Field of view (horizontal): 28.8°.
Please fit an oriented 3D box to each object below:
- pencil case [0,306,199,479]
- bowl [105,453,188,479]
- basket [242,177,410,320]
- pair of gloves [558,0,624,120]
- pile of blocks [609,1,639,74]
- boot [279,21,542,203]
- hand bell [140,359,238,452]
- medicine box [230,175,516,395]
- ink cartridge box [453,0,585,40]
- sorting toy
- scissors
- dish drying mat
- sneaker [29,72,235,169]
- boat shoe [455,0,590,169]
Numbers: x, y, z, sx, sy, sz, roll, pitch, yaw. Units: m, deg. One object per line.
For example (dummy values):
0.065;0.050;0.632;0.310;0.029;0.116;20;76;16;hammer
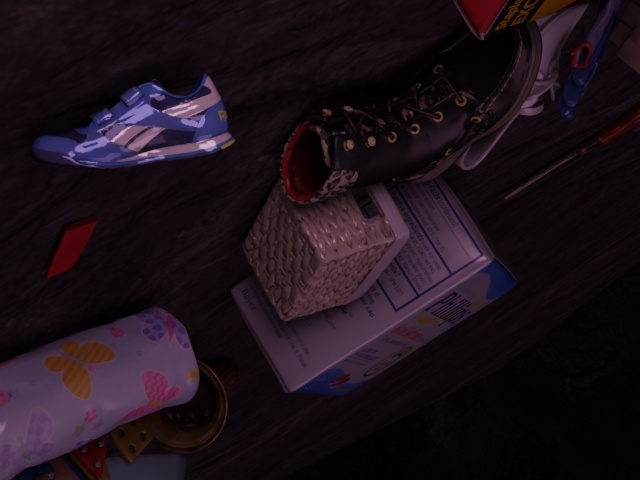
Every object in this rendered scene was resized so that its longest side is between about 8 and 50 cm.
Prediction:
-0.258;0.162;1.285;0.273;0.113;0.124;-22;148;-36;pencil case
-0.312;0.372;1.569;0.312;0.163;0.311;-8;165;-2;bowl
0.000;0.000;1.285;0.103;0.113;0.167;-22;162;-27;basket
0.259;-0.202;1.151;0.159;0.023;0.198;-62;168;-16;pair of gloves
0.422;-0.287;1.240;0.362;0.112;0.149;-31;147;-19;pile of blocks
0.080;-0.116;1.129;0.179;0.085;0.236;-16;158;-39;boot
-0.155;0.197;1.692;0.126;0.126;0.242;-35;178;12;hand bell
0.075;0.058;1.551;0.289;0.149;0.263;-33;165;8;medicine box
0.167;-0.266;0.724;0.272;0.130;0.309;-24;164;-24;ink cartridge box
-0.284;0.220;1.373;0.046;0.132;0.275;-17;178;40;sorting toy
0.395;-0.145;1.795;0.297;0.021;0.109;-27;167;-14;scissors
-0.216;0.006;1.075;0.032;0.008;0.083;-22;162;-34;dish drying mat
-0.135;-0.082;0.881;0.144;0.059;0.053;-11;-169;-17;sneaker
0.193;-0.161;1.200;0.095;0.084;0.258;-22;162;-33;boat shoe
